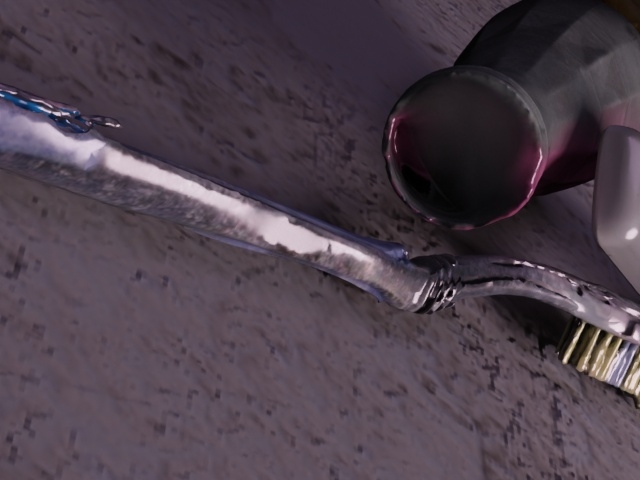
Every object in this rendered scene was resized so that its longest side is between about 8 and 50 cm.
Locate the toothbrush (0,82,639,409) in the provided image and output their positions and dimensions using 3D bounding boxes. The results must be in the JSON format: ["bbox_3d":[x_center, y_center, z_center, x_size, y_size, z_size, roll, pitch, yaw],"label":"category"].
[{"bbox_3d":[0.000,0.000,0.592,0.413,0.042,0.035,20,0,-41],"label":"toothbrush"}]

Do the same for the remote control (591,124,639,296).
[{"bbox_3d":[0.149,0.007,0.733,0.184,0.027,0.050,40,56,-59],"label":"remote control"}]

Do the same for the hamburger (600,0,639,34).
[{"bbox_3d":[0.298,-0.106,1.036,0.302,0.170,0.302,35,32,-26],"label":"hamburger"}]

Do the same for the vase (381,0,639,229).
[{"bbox_3d":[0.079,-0.051,0.697,0.086,0.086,0.214,48,20,3],"label":"vase"}]
